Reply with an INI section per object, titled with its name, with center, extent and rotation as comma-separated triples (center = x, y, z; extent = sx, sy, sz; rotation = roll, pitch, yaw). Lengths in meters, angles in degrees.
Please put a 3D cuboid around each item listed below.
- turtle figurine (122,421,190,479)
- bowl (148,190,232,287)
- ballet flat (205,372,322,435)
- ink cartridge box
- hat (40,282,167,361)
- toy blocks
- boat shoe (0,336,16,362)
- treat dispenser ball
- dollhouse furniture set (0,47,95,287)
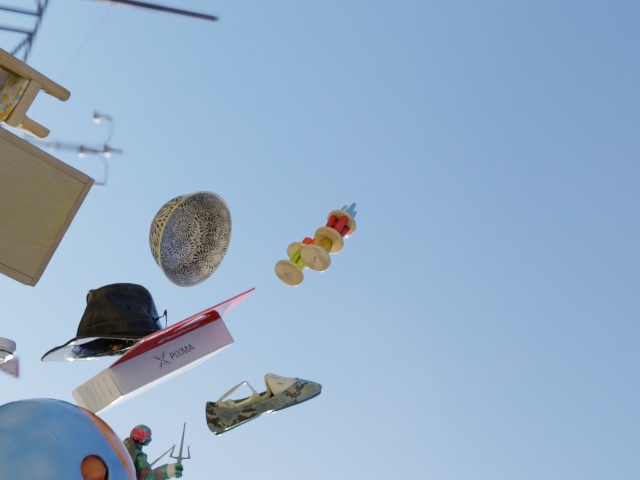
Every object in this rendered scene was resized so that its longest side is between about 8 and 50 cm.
[turtle figurine]
center = -0.320, 0.408, 1.780
extent = 0.175, 0.118, 0.234
rotation = -11, -125, 67
[bowl]
center = -0.237, -0.012, 1.750
extent = 0.080, 0.170, 0.170
rotation = 20, -76, 36
[ballet flat]
center = -0.092, 0.242, 1.597
extent = 0.070, 0.188, 0.070
rotation = 159, -90, -82
[ink cartridge box]
center = -0.273, 0.208, 1.892
extent = 0.261, 0.296, 0.066
rotation = -35, -98, 41
[hat]
center = -0.407, 0.158, 2.072
extent = 0.331, 0.331, 0.134
rotation = -22, -106, 51
[toy blocks]
center = 0.000, 0.000, 1.698
extent = 0.054, 0.148, 0.123
rotation = 49, -46, -12
[boat shoe]
center = -0.621, 0.209, 1.723
extent = 0.083, 0.226, 0.076
rotation = 68, 18, -65
[treat dispenser ball]
center = -0.399, 0.365, 1.438
extent = 0.288, 0.288, 0.288
rotation = -6, -97, 54
[dollhouse furniture set]
center = -0.514, -0.104, 1.332
extent = 0.394, 0.256, 0.362
rotation = 21, -99, 50
